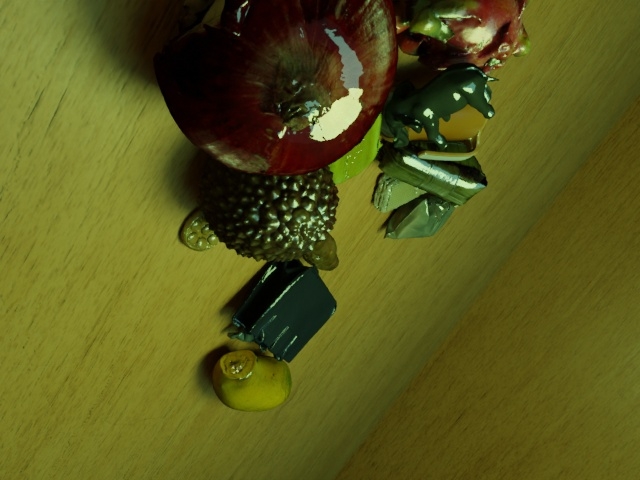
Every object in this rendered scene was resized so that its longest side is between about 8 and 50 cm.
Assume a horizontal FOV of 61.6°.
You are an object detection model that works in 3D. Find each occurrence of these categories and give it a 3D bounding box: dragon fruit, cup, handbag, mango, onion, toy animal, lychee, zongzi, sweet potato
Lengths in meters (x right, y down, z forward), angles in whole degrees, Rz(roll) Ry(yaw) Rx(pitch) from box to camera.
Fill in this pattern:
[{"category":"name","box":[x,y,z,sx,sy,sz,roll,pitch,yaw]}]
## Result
[{"category":"dragon fruit","box":[0.263,-0.427,1.051,0.307,0.228,0.243,-20,158,0]},{"category":"cup","box":[0.262,-0.287,1.244,0.263,0.226,0.182,-16,173,-34]},{"category":"handbag","box":[0.321,-0.081,1.647,0.270,0.117,0.182,-12,154,-47]},{"category":"mango","box":[-0.191,0.391,1.492,0.187,0.144,0.359,-36,149,8]},{"category":"handbag","box":[-0.100,0.194,1.418,0.269,0.118,0.326,-50,150,-12]},{"category":"onion","box":[-0.053,-0.246,0.767,0.341,0.341,0.341,-33,147,-25]},{"category":"toy animal","box":[0.226,-0.265,1.060,0.245,0.115,0.146,-38,141,28]},{"category":"lychee","box":[-0.083,-0.077,0.983,0.267,0.267,0.268,-33,147,-25]},{"category":"zongzi","box":[0.289,-0.261,1.429,0.286,0.300,0.138,20,143,-19]},{"category":"sweet potato","box":[-0.014,0.004,1.326,0.106,0.095,0.355,-22,155,-5]}]

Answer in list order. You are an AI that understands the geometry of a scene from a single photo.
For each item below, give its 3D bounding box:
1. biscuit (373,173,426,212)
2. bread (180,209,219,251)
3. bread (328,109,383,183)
[{"category":"biscuit","box":[0.250,-0.165,1.508,0.238,0.062,0.108,-27,144,-33]},{"category":"bread","box":[-0.229,-0.023,1.079,0.110,0.024,0.110,-34,147,-26]},{"category":"bread","box":[0.048,-0.279,1.055,0.166,0.112,0.384,-32,149,-23]}]
